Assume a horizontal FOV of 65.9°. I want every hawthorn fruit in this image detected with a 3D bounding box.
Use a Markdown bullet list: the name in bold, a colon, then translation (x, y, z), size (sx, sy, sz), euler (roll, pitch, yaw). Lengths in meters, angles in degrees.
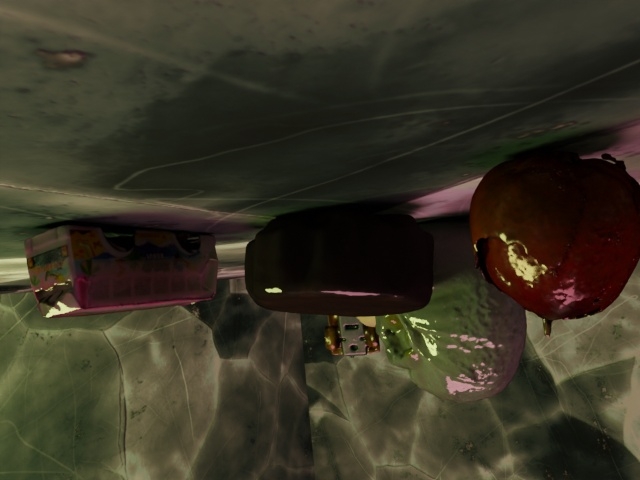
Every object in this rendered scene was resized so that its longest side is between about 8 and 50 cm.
- **hawthorn fruit**: translation (0.207, 0.004, 0.445), size (0.148, 0.172, 0.148), euler (0, -162, 0)

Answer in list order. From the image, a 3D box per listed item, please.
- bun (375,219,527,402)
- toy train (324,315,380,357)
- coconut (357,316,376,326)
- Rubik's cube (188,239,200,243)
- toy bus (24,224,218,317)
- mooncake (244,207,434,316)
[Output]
- **bun**: translation (0.220, 0.132, 0.938), size (0.211, 0.361, 0.362), euler (-7, 175, -18)
- **toy train**: translation (0.094, 0.184, 1.538), size (0.163, 0.369, 0.231), euler (-4, -158, 9)
- **coconut**: translation (0.198, 0.112, 1.280), size (0.244, 0.239, 0.239), euler (-10, 173, 42)
- **Rubik's cube**: translation (-0.235, 0.041, 0.852), size (0.073, 0.084, 0.075), euler (-8, 160, -23)
- **toy bus**: translation (-0.250, 0.039, 0.677), size (0.090, 0.112, 0.274), euler (-17, 170, 24)
- **mooncake**: translation (0.028, 0.034, 0.734), size (0.283, 0.141, 0.283), euler (-1, 166, 0)
